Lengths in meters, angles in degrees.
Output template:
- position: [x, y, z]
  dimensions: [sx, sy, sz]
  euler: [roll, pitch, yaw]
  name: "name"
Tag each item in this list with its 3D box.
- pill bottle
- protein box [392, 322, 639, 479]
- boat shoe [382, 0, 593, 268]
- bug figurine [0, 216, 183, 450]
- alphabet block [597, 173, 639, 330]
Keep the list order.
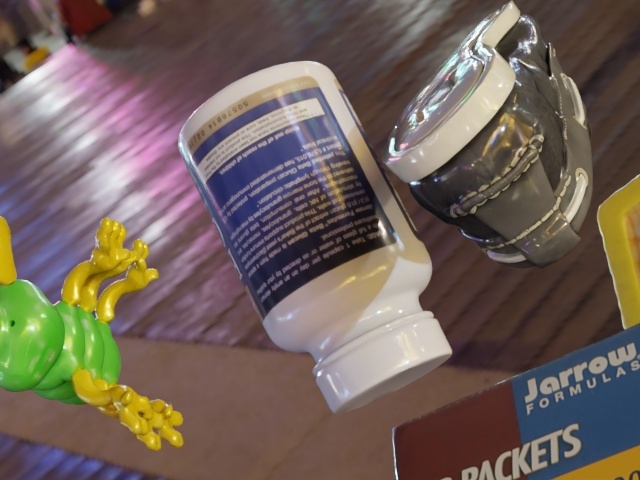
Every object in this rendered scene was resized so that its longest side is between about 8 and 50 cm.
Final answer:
- position: [0.000, 0.000, 0.692]
  dimensions: [0.094, 0.169, 0.094]
  euler: [-25, -14, -7]
  name: "pill bottle"
- position: [0.135, 0.159, 0.395]
  dimensions: [0.136, 0.200, 0.201]
  euler: [-26, 40, 21]
  name: "protein box"
- position: [0.081, -0.051, 0.599]
  dimensions: [0.084, 0.079, 0.233]
  euler: [-47, 7, 19]
  name: "boat shoe"
- position: [-0.114, 0.078, 0.440]
  dimensions: [0.072, 0.216, 0.279]
  euler: [-17, 66, 16]
  name: "bug figurine"
- position: [0.395, 0.022, 1.184]
  dimensions: [0.192, 0.197, 0.193]
  euler: [-45, 40, 41]
  name: "alphabet block"
